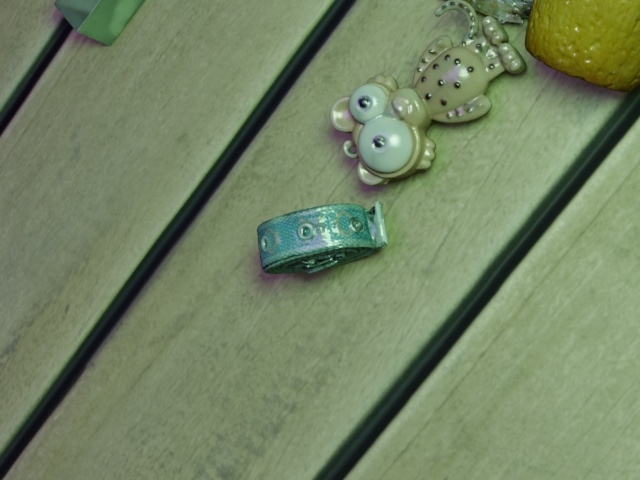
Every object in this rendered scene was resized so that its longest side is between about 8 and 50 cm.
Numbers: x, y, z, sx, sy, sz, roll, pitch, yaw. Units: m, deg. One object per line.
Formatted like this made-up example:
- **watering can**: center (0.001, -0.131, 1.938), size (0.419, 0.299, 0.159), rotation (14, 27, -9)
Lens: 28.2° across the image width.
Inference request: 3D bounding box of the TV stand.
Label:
- **TV stand**: center (-0.304, -0.448, 2.041), size (0.269, 0.088, 0.083), rotation (-50, 62, 13)

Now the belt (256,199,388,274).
- **belt**: center (-0.007, 0.002, 1.767), size (0.163, 0.147, 0.082), rotation (-27, 70, 54)

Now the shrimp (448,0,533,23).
- **shrimp**: center (0.241, -0.365, 1.741), size (0.223, 0.047, 0.126), rotation (31, 87, 31)

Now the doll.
- **doll**: center (0.141, -0.195, 1.728), size (0.278, 0.119, 0.154), rotation (-43, 76, 15)

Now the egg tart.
- **egg tart**: center (0.356, -0.287, 1.580), size (0.215, 0.215, 0.171), rotation (32, 114, 30)
